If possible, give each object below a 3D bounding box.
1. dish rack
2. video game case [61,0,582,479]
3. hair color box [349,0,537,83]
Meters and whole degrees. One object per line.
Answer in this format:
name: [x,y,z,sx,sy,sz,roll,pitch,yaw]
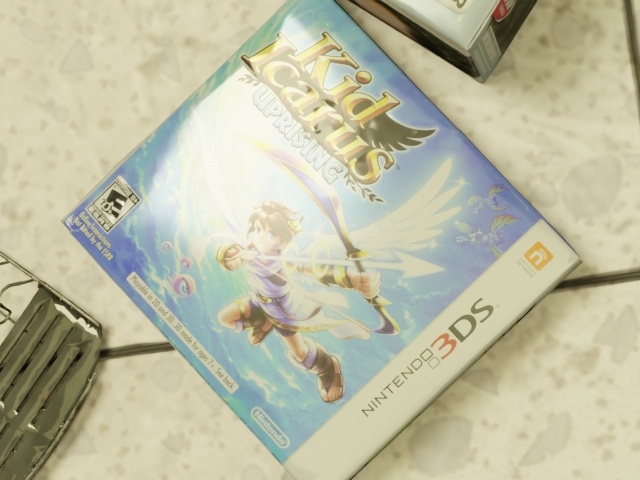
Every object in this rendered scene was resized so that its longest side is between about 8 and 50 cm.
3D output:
dish rack: [-0.300,0.070,1.313,0.271,0.074,0.208,35,94,8]
video game case: [0.000,0.000,1.280,0.244,0.061,0.269,-44,83,3]
hair color box: [-0.025,-0.255,1.229,0.374,0.185,0.114,32,93,8]
